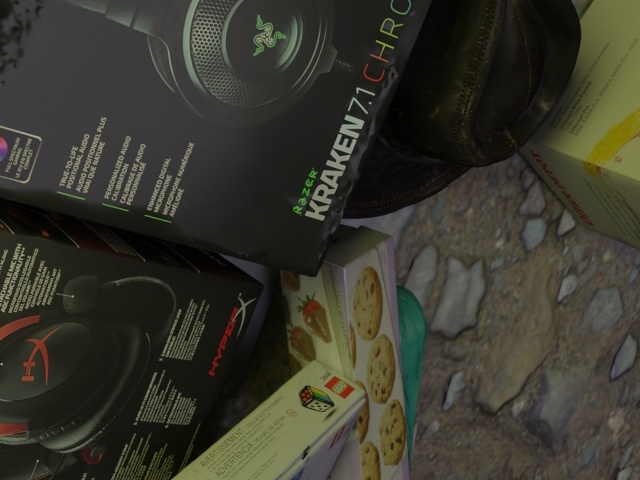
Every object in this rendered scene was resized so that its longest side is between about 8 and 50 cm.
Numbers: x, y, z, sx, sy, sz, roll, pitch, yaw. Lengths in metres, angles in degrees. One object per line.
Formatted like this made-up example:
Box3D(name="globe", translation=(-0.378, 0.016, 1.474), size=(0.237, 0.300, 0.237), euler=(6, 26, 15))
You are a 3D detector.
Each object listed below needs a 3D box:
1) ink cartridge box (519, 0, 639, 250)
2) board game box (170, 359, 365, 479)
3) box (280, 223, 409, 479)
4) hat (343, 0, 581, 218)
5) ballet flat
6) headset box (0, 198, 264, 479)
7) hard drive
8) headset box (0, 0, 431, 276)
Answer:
Box3D(name="ink cartridge box", translation=(0.314, -0.082, 1.064), size=(0.168, 0.232, 0.171), euler=(-56, 136, -7))
Box3D(name="board game box", translation=(-0.082, 0.246, 0.900), size=(0.193, 0.053, 0.305), euler=(-34, 152, -57))
Box3D(name="box", translation=(0.025, 0.146, 0.971), size=(0.067, 0.063, 0.324), euler=(-29, 123, -44))
Box3D(name="hat", translation=(0.098, -0.148, 0.904), size=(0.331, 0.134, 0.331), euler=(-21, 125, -33))
Box3D(name="ballet flat", translation=(0.051, 0.144, 1.058), size=(0.087, 0.083, 0.247), euler=(-29, 132, -46))
Box3D(name="headset box", translation=(-0.205, 0.081, 0.761), size=(0.293, 0.110, 0.218), euler=(13, 103, -46))
Box3D(name="hard drive", translation=(-0.079, 0.050, 0.925), size=(0.094, 0.022, 0.135), euler=(9, 106, -45))
Box3D(name="headset box", translation=(-0.098, -0.139, 0.706), size=(0.283, 0.131, 0.246), euler=(16, 101, -36))
